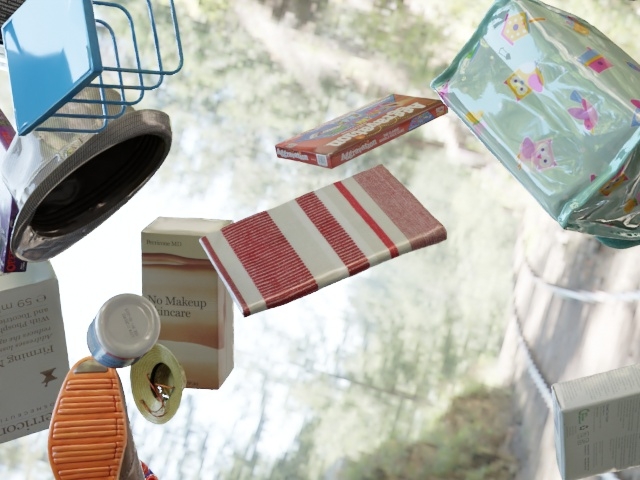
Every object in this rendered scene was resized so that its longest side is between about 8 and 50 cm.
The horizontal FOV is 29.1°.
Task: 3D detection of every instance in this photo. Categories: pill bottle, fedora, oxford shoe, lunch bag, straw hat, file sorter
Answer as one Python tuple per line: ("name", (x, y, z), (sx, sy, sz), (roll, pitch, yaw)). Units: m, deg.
("pill bottle", (-0.272, 0.128, 1.676), (0.160, 0.087, 0.087), (140, 151, -68))
("fedora", (-0.334, -0.108, 1.655), (0.275, 0.124, 0.243), (-42, -14, 7))
("oxford shoe", (-0.342, 0.361, 1.944), (0.132, 0.130, 0.364), (5, -96, -72))
("lunch bag", (0.271, -0.113, 1.233), (0.262, 0.223, 0.160), (8, -53, -53))
("straw hat", (-0.270, 0.247, 2.168), (0.061, 0.144, 0.144), (-5, -66, -51))
("file sorter", (-0.222, -0.184, 1.196), (0.170, 0.104, 0.118), (-25, 72, 50))

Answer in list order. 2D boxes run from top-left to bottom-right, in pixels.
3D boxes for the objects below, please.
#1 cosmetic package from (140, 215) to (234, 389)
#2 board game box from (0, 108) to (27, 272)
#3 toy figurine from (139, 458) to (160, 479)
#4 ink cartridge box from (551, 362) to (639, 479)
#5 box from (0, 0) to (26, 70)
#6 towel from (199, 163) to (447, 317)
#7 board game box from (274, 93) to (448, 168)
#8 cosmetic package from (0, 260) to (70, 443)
("cosmetic package", (-0.243, 0.114, 2.267), (0.129, 0.153, 0.296), (-55, -34, -73))
("board game box", (-0.573, -0.121, 2.143), (0.347, 0.056, 0.208), (47, 127, 46))
("toy figurine", (-0.384, 0.471, 2.167), (0.217, 0.362, 0.191), (-42, -8, -13))
("ink cartridge box", (0.584, 0.314, 2.213), (0.324, 0.330, 0.071), (73, -176, -55))
("box", (-0.494, -0.455, 2.070), (0.343, 0.179, 0.313), (7, 83, 65))
("towel", (0.000, 0.000, 1.882), (0.237, 0.329, 0.037), (-128, 19, -55))
("board game box", (0.073, -0.192, 2.116), (0.281, 0.145, 0.027), (-28, -61, -34))
("cosmetic package", (-0.683, 0.156, 2.371), (0.327, 0.329, 0.394), (-125, 28, -42))
